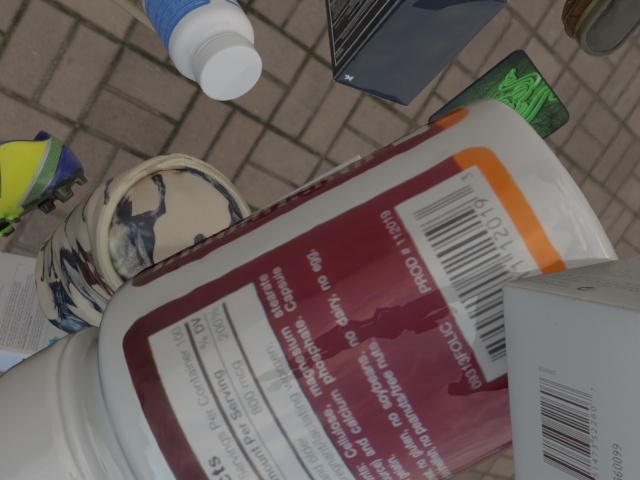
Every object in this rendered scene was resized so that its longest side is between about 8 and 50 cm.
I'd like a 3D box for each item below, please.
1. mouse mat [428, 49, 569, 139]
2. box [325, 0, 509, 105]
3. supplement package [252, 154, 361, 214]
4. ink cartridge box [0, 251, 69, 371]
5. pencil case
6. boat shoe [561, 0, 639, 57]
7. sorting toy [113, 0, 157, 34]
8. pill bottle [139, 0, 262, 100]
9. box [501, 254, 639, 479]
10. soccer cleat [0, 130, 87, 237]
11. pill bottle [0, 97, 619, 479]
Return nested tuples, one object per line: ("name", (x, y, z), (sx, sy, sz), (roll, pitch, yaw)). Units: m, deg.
("mouse mat", (0.291, -0.198, 1.209), (0.190, 0.007, 0.152), (-38, 107, 16))
("box", (0.155, -0.458, 1.338), (0.183, 0.294, 0.296), (14, 145, -27))
("supplement package", (0.000, 0.000, 1.167), (0.244, 0.139, 0.134), (-29, 153, 11))
("ink cartridge box", (-0.469, 0.105, 1.106), (0.311, 0.186, 0.065), (14, 133, -19))
("pencil case", (-0.223, 0.028, 0.869), (0.160, 0.410, 0.183), (-21, 92, -31))
("boat shoe", (0.448, -0.402, 1.006), (0.111, 0.104, 0.307), (24, 124, -32))
("sorting toy", (-0.275, -0.413, 1.276), (0.307, 0.229, 0.041), (36, 79, -15))
("pill bottle", (-0.170, -0.305, 1.053), (0.124, 0.221, 0.124), (-21, 148, -14))
("box", (0.186, 0.074, 0.357), (0.170, 0.091, 0.130), (-9, 98, -24))
("soccer cleat", (-0.436, -0.071, 0.989), (0.093, 0.289, 0.121), (-35, 97, 29))
("pill bottle", (-0.008, 0.086, 0.519), (0.392, 0.224, 0.224), (-27, 131, 4))
